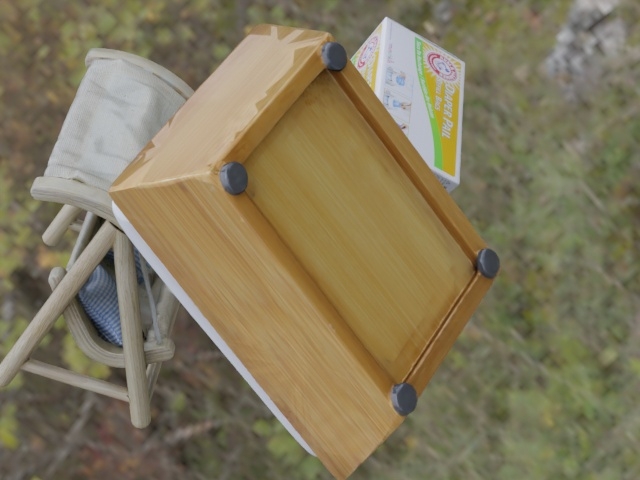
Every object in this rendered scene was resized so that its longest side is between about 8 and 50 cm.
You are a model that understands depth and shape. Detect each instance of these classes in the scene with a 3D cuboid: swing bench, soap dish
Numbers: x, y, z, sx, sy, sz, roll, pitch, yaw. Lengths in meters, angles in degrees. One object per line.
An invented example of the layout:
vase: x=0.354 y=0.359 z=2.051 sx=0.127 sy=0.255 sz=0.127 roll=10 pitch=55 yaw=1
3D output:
swing bench: x=-0.193 y=-0.008 z=1.741 sx=0.253 sy=0.165 sz=0.255 roll=-79 pitch=7 yaw=-54
soap dish: x=0.000 y=0.000 z=1.380 sx=0.118 sy=0.291 sz=0.229 roll=-20 pitch=24 yaw=45

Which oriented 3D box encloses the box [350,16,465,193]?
box: x=0.072 y=-0.112 z=1.838 sx=0.114 sy=0.103 sz=0.203 roll=-48 pitch=22 yaw=37
